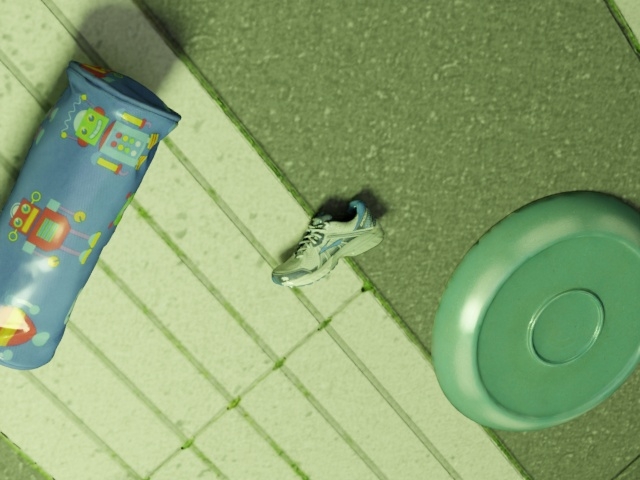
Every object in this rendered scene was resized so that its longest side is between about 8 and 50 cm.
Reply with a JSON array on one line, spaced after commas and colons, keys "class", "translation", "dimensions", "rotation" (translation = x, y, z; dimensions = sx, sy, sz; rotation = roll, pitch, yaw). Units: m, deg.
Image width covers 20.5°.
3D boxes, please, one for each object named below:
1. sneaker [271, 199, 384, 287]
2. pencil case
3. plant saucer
[{"class": "sneaker", "translation": [0.000, 0.000, 1.893], "dimensions": [0.135, 0.052, 0.058], "rotation": [-32, 115, -18]}, {"class": "pencil case", "translation": [-0.250, -0.024, 1.705], "dimensions": [0.119, 0.133, 0.306], "rotation": [30, 101, 2]}, {"class": "plant saucer", "translation": [0.280, 0.095, 2.082], "dimensions": [0.317, 0.044, 0.318], "rotation": [-11, 119, -21]}]
